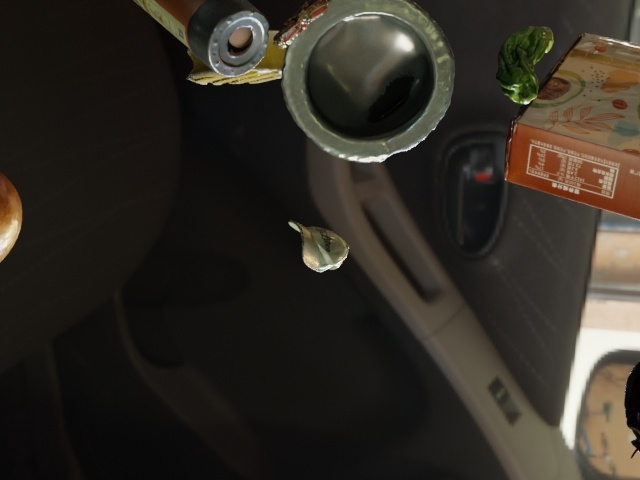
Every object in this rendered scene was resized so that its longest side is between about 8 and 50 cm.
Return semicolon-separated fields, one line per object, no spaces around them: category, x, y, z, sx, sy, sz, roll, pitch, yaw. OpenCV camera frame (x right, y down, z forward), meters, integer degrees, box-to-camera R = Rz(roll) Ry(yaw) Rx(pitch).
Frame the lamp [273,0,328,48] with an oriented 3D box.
lamp;-0.029;-0.278;1.304;0.031;0.083;0.063;47;46;-4

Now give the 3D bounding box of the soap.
soap;-0.147;-0.363;2.031;0.173;0.274;0.089;-4;96;-26

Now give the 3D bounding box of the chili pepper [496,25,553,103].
chili pepper;0.151;-0.135;0.758;0.030;0.034;0.091;-45;-167;44

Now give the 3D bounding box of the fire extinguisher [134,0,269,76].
fire extinguisher;-0.213;-0.381;1.611;0.113;0.376;0.200;-48;147;3

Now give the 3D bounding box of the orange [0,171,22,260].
orange;-0.525;-0.023;1.383;0.240;0.240;0.171;-10;100;-68

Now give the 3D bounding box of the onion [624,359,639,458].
onion;0.521;0.260;1.343;0.221;0.281;0.281;-22;119;-27

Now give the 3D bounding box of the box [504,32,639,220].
box;0.538;-0.175;1.624;0.344;0.385;0.122;-47;148;-42

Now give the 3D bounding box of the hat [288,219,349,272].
hat;-0.006;0.001;1.927;0.166;0.081;0.122;40;21;-55

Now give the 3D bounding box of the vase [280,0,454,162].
vase;0.054;-0.281;1.511;0.291;0.245;0.245;-101;-177;-64
